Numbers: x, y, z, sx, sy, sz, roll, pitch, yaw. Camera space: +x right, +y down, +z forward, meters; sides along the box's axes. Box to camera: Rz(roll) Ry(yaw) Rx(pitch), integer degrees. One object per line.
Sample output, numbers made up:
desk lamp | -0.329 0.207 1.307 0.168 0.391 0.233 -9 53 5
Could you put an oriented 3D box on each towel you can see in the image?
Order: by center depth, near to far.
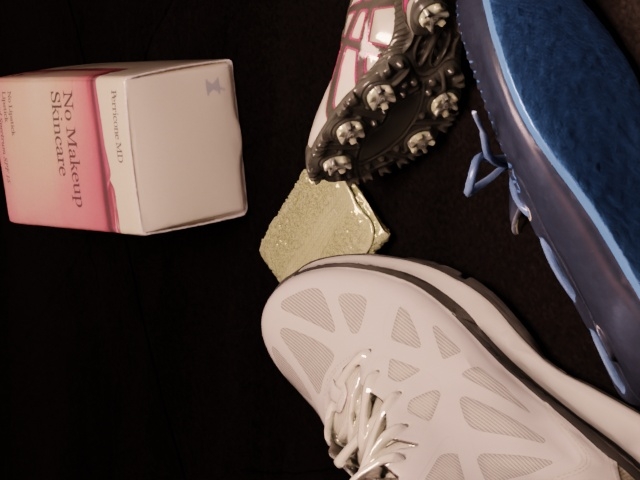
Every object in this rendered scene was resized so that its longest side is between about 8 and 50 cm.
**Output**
towel | 0.000 0.000 1.509 0.110 0.027 0.148 56 136 23

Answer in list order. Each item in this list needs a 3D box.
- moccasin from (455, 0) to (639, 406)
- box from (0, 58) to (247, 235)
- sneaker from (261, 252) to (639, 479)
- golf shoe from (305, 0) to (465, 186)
moccasin | 0.172 -0.032 1.217 0.117 0.137 0.342 -36 72 53
box | -0.194 -0.091 1.630 0.232 0.127 0.149 5 104 49
sneaker | 0.055 0.151 1.301 0.447 0.257 0.169 30 123 39
golf shoe | 0.062 -0.159 1.353 0.273 0.105 0.120 -57 42 35
